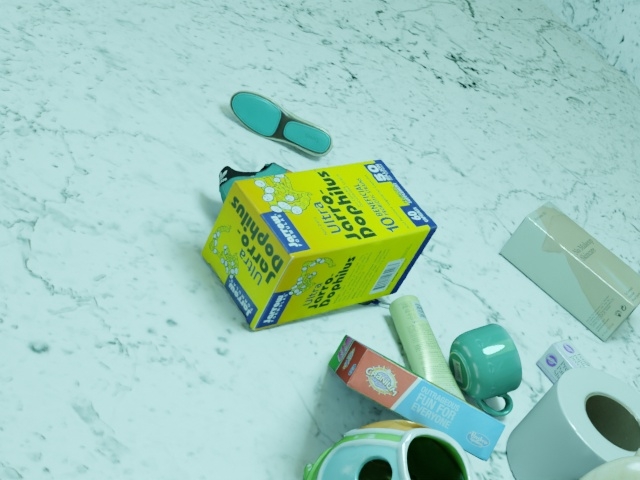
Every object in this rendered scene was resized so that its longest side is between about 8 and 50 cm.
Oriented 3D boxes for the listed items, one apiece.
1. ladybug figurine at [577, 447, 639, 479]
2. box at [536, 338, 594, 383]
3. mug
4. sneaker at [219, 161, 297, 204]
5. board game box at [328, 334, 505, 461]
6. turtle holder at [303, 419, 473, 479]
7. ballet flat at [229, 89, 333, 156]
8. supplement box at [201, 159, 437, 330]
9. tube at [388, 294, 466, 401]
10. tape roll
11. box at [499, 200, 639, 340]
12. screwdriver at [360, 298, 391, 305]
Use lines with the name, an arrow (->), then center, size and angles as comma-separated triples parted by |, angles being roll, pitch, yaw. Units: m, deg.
ladybug figurine -> 0.426, 0.514, 1.464 | 0.305, 0.449, 0.162 | 15, -6, 2
box -> 0.561, 0.336, 2.045 | 0.063, 0.067, 0.324 | -9, 51, -45
mug -> 0.301, 0.238, 1.908 | 0.097, 0.129, 0.157 | -14, 59, -18
sneaker -> -0.063, -0.098, 2.037 | 0.302, 0.108, 0.121 | 2, 53, -39
board game box -> 0.144, 0.246, 1.676 | 0.242, 0.064, 0.316 | 29, -3, -4
turtle holder -> 0.098, 0.397, 1.442 | 0.243, 0.227, 0.320 | 33, 44, -8
ballet flat -> -0.088, -0.257, 2.300 | 0.248, 0.086, 0.086 | 29, 34, -7
supplement box -> 0.000, 0.000, 1.891 | 0.357, 0.195, 0.194 | -12, 53, -40
tube -> 0.192, 0.212, 1.927 | 0.062, 0.070, 0.240 | 57, 9, -54
tape roll -> 0.478, 0.370, 1.841 | 0.246, 0.169, 0.246 | 21, 34, -15
box -> 0.579, 0.066, 2.355 | 0.311, 0.121, 0.148 | 41, 35, 14
screwdriver -> 0.123, 0.124, 2.015 | 0.170, 0.025, 0.024 | 17, 36, -27
